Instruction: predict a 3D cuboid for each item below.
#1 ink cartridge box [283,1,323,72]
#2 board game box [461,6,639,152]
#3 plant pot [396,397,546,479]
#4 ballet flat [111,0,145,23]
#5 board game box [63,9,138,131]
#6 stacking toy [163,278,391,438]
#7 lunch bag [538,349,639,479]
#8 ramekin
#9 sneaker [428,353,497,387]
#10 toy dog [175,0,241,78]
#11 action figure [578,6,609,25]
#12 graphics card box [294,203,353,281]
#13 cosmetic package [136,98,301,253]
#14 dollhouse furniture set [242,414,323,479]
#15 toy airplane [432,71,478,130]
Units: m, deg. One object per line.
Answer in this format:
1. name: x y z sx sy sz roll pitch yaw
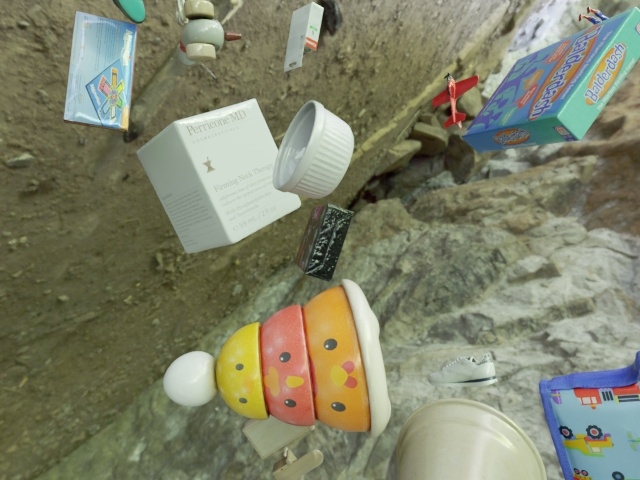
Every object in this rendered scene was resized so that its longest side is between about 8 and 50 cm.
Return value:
1. ink cartridge box: -0.033 -0.368 0.764 0.029 0.062 0.115 7 94 -38
2. board game box: 0.311 -0.205 0.578 0.160 0.047 0.210 -54 -166 -1
3. plant pot: 0.278 0.547 0.838 0.334 0.334 0.305 -49 165 22
4. ballet flat: -0.505 -0.636 1.016 0.074 0.074 0.203 -44 129 -24
5. board game box: -0.552 -0.425 1.050 0.027 0.144 0.282 168 -74 -71
6. stacking toy: -0.108 0.295 0.936 0.479 0.351 0.350 -10 169 -5
7. lunch bag: 0.411 0.266 0.488 0.220 0.293 0.138 -17 -167 33
8. ramekin: -0.014 -0.192 0.925 0.207 0.108 0.207 -45 -146 43
9. sneaker: 0.461 0.433 1.372 0.235 0.095 0.090 -22 164 38
10. toy dog: -0.348 -0.617 1.282 0.160 0.334 0.220 -3 122 -24
11. action figure: 0.639 -0.486 0.930 0.038 0.115 0.030 125 -24 -68
12. graphics card box: 0.000 0.000 1.430 0.371 0.094 0.233 -159 -92 -80
13. cosmetic package: -0.344 -0.208 1.420 0.327 0.394 0.329 -10 -162 48
14. dollhouse furniture set: -0.109 0.522 1.320 0.173 0.303 0.355 -32 -177 2
15. toy airplane: 0.334 -0.351 1.048 0.028 0.151 0.151 -9 153 -31
